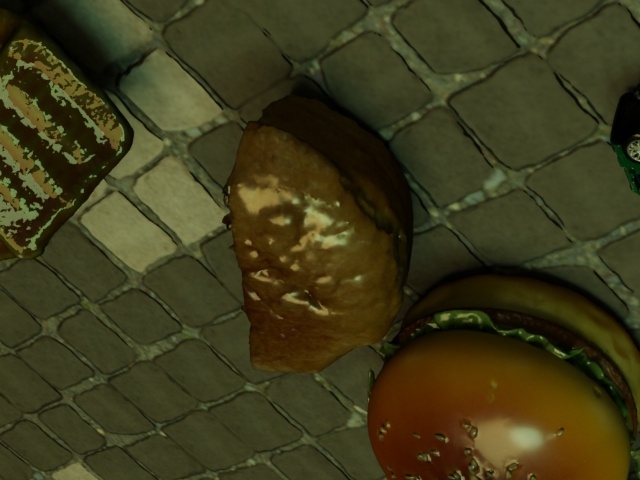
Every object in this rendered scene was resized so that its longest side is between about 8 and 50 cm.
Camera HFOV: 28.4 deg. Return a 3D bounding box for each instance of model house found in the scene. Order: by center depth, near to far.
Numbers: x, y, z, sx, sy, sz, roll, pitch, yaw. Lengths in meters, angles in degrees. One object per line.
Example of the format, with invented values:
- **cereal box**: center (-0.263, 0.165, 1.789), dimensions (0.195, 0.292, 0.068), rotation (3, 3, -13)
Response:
- **model house**: center (-0.288, -0.107, 1.007), dimensions (0.239, 0.173, 0.268), rotation (-19, 123, 40)

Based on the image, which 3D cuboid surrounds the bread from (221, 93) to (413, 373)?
- **bread**: center (0.008, 0.006, 1.002), dimensions (0.134, 0.129, 0.260), rotation (15, 138, 12)

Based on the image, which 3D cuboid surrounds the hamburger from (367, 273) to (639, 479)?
- **hamburger**: center (0.149, 0.157, 1.043), dimensions (0.246, 0.170, 0.246), rotation (14, 134, 15)

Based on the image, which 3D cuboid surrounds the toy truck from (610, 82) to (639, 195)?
- **toy truck**: center (0.272, -0.067, 0.837), dimensions (0.147, 0.065, 0.079), rotation (-1, 134, 26)
